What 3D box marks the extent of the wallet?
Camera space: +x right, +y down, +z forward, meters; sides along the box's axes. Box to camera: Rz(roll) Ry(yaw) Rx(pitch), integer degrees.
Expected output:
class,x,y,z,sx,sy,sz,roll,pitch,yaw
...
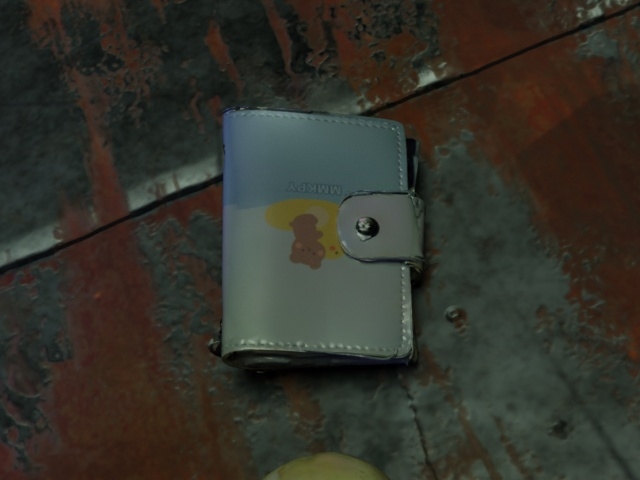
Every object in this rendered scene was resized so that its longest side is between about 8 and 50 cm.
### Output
class,x,y,z,sx,sy,sz,roll,pitch,yaw
wallet,0.000,0.000,1.207,0.170,0.069,0.231,2,60,-3

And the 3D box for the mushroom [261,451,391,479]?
class,x,y,z,sx,sy,sz,roll,pitch,yaw
mushroom,0.001,0.217,1.036,0.148,0.112,0.148,-8,58,13
